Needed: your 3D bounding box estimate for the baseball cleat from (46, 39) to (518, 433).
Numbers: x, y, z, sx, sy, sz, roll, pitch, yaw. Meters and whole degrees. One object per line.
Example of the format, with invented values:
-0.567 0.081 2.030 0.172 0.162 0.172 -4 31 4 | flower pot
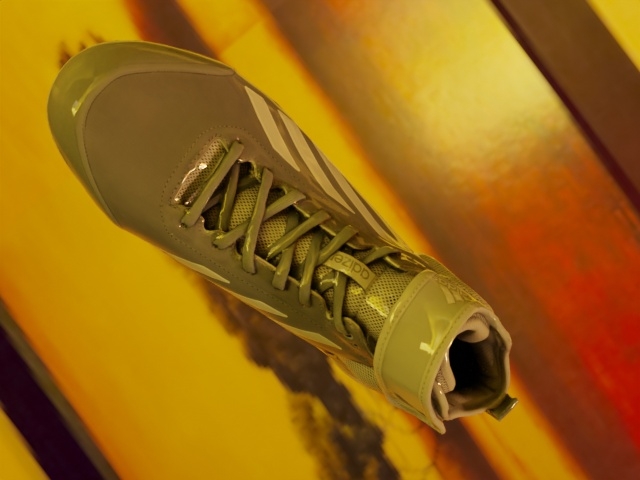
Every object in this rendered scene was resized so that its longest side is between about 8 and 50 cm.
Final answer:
0.000 0.000 0.506 0.206 0.072 0.109 35 175 -34 | baseball cleat
